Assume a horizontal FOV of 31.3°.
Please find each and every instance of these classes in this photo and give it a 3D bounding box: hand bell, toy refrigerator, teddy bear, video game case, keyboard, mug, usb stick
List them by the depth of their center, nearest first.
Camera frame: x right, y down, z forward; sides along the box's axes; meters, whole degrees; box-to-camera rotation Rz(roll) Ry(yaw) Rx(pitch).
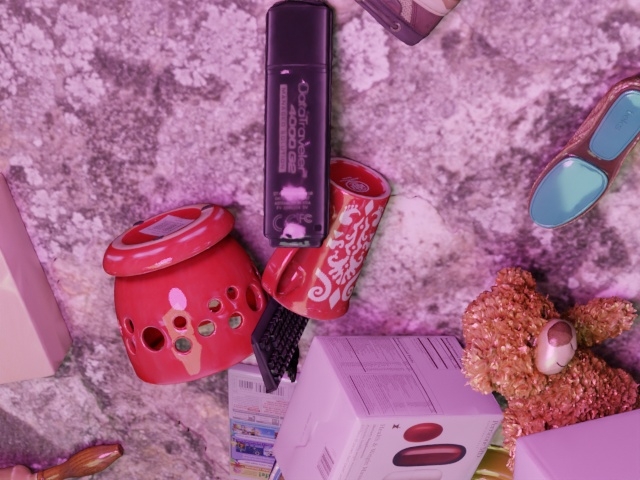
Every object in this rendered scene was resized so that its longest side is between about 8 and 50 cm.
[{"bbox_3d":[-0.025,-0.130,1.271,0.077,0.045,0.278,1,89,8],"label":"usb stick"},{"bbox_3d":[0.296,0.182,1.329,0.245,0.113,0.338,-31,114,-19],"label":"teddy bear"},{"bbox_3d":[0.009,0.003,1.351,0.113,0.150,0.169,24,118,-1],"label":"mug"},{"bbox_3d":[-0.040,0.115,1.402,0.023,0.180,0.108,-6,117,20],"label":"keyboard"},{"bbox_3d":[-0.434,0.052,1.531,0.102,0.094,0.269,-11,116,13],"label":"toy refrigerator"},{"bbox_3d":[-0.023,0.266,1.576,0.212,0.023,0.193,8,120,10],"label":"video game case"},{"bbox_3d":[-0.402,0.353,1.696,0.242,0.126,0.126,-21,111,12],"label":"hand bell"}]

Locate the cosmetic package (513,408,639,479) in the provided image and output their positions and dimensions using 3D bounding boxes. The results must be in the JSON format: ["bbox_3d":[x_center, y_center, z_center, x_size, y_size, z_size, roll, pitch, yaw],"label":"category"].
[{"bbox_3d":[0.447,0.303,1.268,0.453,0.161,0.230,-9,120,-16],"label":"cosmetic package"}]

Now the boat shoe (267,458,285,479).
[{"bbox_3d":[-0.020,0.285,1.532,0.066,0.066,0.183,22,122,0],"label":"boat shoe"}]

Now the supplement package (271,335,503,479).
[{"bbox_3d":[0.078,0.235,1.405,0.203,0.149,0.194,2,125,-26],"label":"supplement package"}]

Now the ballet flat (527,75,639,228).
[{"bbox_3d":[0.303,-0.097,1.256,0.073,0.067,0.206,36,124,-1],"label":"ballet flat"}]

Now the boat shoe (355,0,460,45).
[{"bbox_3d":[0.011,-0.305,1.202,0.285,0.103,0.092,31,117,-10],"label":"boat shoe"}]

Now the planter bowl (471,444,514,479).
[{"bbox_3d":[0.217,0.387,1.539,0.217,0.090,0.217,6,120,11],"label":"planter bowl"}]

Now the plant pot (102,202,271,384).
[{"bbox_3d":[-0.168,0.060,1.403,0.191,0.191,0.174,-13,110,22],"label":"plant pot"}]
